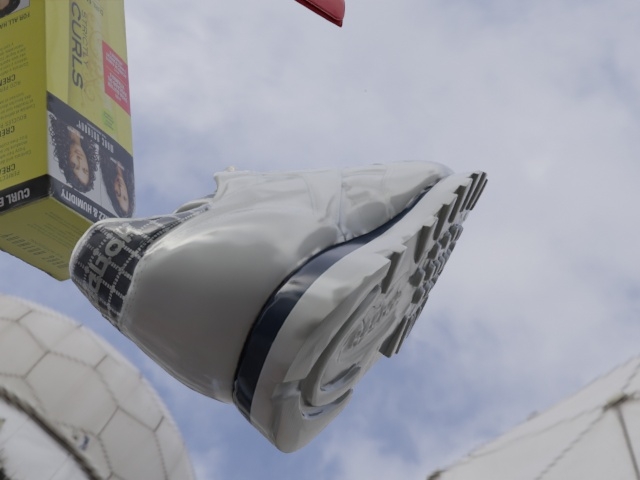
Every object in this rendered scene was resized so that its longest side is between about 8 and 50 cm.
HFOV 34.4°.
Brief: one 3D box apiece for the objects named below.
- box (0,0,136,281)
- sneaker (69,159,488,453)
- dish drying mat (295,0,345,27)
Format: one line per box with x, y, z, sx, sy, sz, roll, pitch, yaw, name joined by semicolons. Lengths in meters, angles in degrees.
-0.150;-0.100;0.575;0.058;0.087;0.232;-18;-118;18;box
0.000;0.000;0.423;0.095;0.235;0.090;24;-74;17;sneaker
-0.008;-0.228;0.954;0.083;0.008;0.032;23;-118;-38;dish drying mat
